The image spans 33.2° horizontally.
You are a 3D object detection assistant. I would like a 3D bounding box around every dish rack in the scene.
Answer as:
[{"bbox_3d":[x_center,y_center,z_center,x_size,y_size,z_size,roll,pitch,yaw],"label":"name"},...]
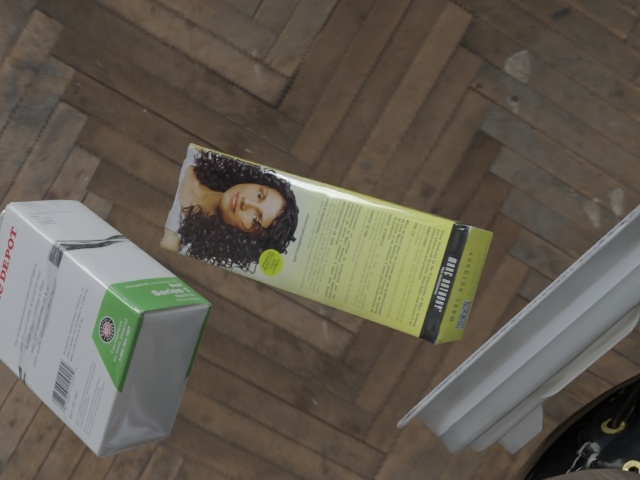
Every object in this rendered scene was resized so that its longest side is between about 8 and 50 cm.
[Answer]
[{"bbox_3d":[0.213,0.031,0.765,0.072,0.333,0.285,49,118,10],"label":"dish rack"}]

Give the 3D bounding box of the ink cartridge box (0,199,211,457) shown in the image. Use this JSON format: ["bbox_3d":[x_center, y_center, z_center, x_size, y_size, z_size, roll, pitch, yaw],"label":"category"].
[{"bbox_3d":[-0.226,0.077,1.041,0.093,0.219,0.160,-6,123,-49],"label":"ink cartridge box"}]

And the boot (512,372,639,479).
[{"bbox_3d":[0.253,0.121,0.616,0.377,0.284,0.138,-37,81,-10],"label":"boot"}]

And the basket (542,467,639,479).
[{"bbox_3d":[0.120,0.187,0.308,0.204,0.227,0.154,-32,127,-2],"label":"basket"}]

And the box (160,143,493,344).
[{"bbox_3d":[0.000,0.000,0.783,0.232,0.058,0.087,17,93,24],"label":"box"}]
